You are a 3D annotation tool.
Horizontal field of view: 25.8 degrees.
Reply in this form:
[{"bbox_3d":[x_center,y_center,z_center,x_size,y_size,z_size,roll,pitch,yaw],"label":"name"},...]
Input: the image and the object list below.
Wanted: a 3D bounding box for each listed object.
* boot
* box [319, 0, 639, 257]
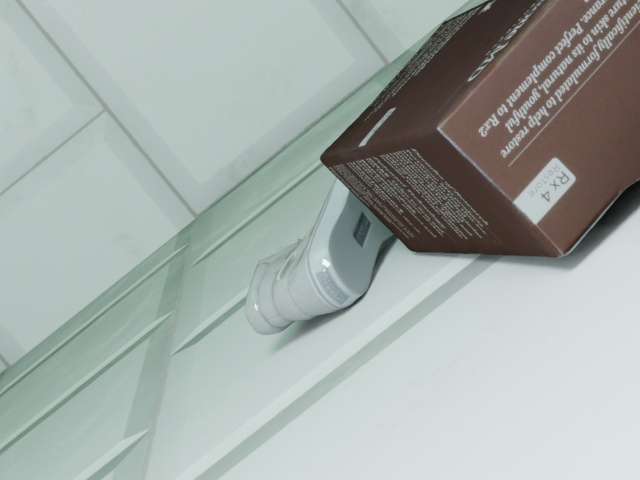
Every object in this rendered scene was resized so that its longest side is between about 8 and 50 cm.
[{"bbox_3d":[0.000,0.000,1.411,0.123,0.095,0.258,-26,16,28],"label":"boot"},{"bbox_3d":[0.143,-0.097,1.140,0.191,0.143,0.381,-47,11,-9],"label":"box"}]
